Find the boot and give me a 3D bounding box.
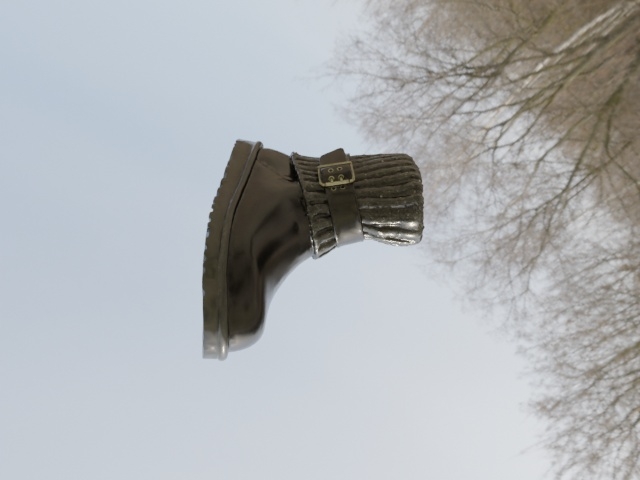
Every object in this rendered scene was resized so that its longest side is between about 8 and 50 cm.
[{"bbox_3d":[0.001,-0.004,0.634,0.260,0.131,0.348,8,-132,-2],"label":"boot"}]
